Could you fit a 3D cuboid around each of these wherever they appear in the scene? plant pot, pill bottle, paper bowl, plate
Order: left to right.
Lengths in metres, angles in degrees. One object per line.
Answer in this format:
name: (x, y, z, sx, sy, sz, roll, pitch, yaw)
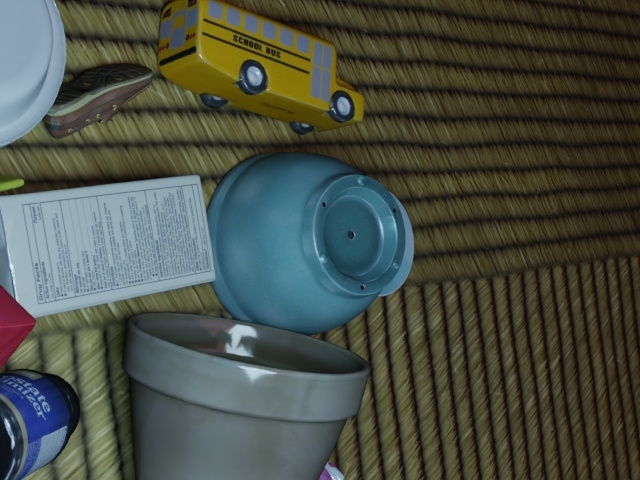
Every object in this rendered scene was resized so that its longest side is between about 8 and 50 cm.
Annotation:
paper bowl: (-0.433, -0.242, 1.249, 0.284, 0.148, 0.284, 8, 78, -42)
pill bottle: (-0.359, 0.213, 1.214, 0.219, 0.122, 0.123, -12, 93, -82)
plant pot: (-0.117, 0.265, 1.397, 0.323, 0.323, 0.280, 7, 96, -42)
plant pot: (0.000, 0.000, 1.570, 0.293, 0.196, 0.293, 5, 82, -37)
plate: (0.087, 0.002, 1.787, 0.188, 0.024, 0.188, 7, 80, -42)

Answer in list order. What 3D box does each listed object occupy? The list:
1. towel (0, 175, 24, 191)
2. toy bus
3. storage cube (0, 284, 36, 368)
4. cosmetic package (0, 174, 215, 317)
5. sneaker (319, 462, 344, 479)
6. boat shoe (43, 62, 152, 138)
towel: (-0.469, -0.042, 1.219, 0.237, 0.102, 0.021, -20, 112, -43)
toy bus: (-0.081, -0.258, 1.607, 0.332, 0.108, 0.130, 12, 75, -41)
storage cube: (-0.433, 0.089, 1.016, 0.184, 0.215, 0.193, -53, 163, 12)
cosmetic package: (-0.295, 0.006, 1.356, 0.296, 0.129, 0.153, -9, 92, -44)
sneaker: (-0.037, 0.355, 1.581, 0.111, 0.103, 0.252, -26, 96, -38)
boat shoe: (-0.301, -0.190, 1.430, 0.178, 0.064, 0.060, -33, 138, -39)
